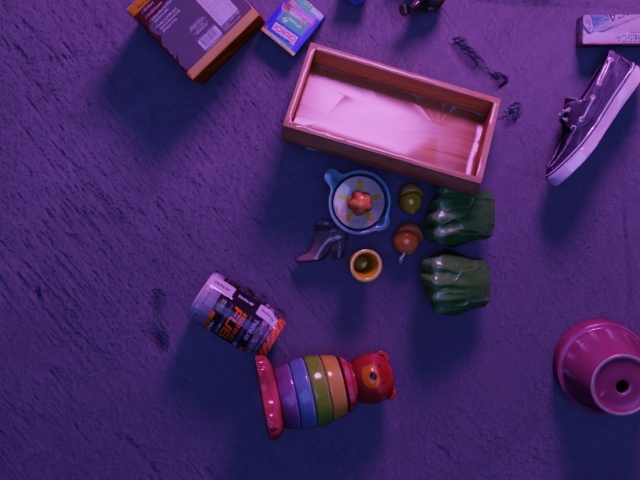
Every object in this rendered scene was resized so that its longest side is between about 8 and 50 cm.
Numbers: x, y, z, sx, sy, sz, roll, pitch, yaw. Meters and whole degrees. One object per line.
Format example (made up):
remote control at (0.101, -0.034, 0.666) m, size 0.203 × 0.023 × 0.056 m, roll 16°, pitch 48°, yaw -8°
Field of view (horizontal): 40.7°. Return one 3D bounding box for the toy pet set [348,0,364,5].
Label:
toy pet set at (0.089, -0.553, 1.800) m, size 0.122 × 0.065 × 0.114 m, roll 9°, pitch 62°, yaw -2°

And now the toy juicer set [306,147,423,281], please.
toy juicer set at (0.114, -0.094, 1.804) m, size 0.209 × 0.089 × 0.329 m, roll -21°, pitch 100°, yaw -8°

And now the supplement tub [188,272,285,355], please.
supplement tub at (-0.177, 0.163, 1.850) m, size 0.190 × 0.117 × 0.117 m, roll 31°, pitch 97°, yaw -1°

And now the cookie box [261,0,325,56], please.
cookie box at (-0.058, -0.455, 1.814) m, size 0.092 × 0.040 × 0.107 m, roll 39°, pitch 97°, yaw -3°

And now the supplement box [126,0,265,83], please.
supplement box at (-0.252, -0.461, 1.777) m, size 0.191 × 0.129 × 0.194 m, roll -43°, pitch 93°, yaw 6°

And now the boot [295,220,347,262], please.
boot at (0.000, 0.000, 1.867) m, size 0.118 × 0.042 × 0.087 m, roll -8°, pitch 90°, yaw 2°

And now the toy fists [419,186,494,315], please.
toy fists at (0.278, 0.018, 1.814) m, size 0.142 × 0.096 × 0.279 m, roll -1°, pitch 98°, yaw -27°

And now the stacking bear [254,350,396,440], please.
stacking bear at (0.017, 0.313, 1.842) m, size 0.289 × 0.164 × 0.175 m, roll -10°, pitch 72°, yaw -7°

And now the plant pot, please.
plant pot at (0.604, 0.278, 1.800) m, size 0.201 × 0.180 × 0.201 m, roll 0°, pitch 96°, yaw 2°

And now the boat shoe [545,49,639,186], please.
boat shoe at (0.540, -0.255, 1.781) m, size 0.102 × 0.108 × 0.301 m, roll 35°, pitch 94°, yaw -2°

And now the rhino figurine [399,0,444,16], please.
rhino figurine at (0.203, -0.586, 1.767) m, size 0.106 × 0.073 × 0.243 m, roll -11°, pitch 96°, yaw -30°

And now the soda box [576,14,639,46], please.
soda box at (0.626, -0.433, 1.781) m, size 0.183 × 0.058 × 0.063 m, roll 0°, pitch 97°, yaw 2°

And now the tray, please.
tray at (0.145, -0.248, 1.775) m, size 0.410 × 0.076 × 0.203 m, roll 17°, pitch 69°, yaw 0°
